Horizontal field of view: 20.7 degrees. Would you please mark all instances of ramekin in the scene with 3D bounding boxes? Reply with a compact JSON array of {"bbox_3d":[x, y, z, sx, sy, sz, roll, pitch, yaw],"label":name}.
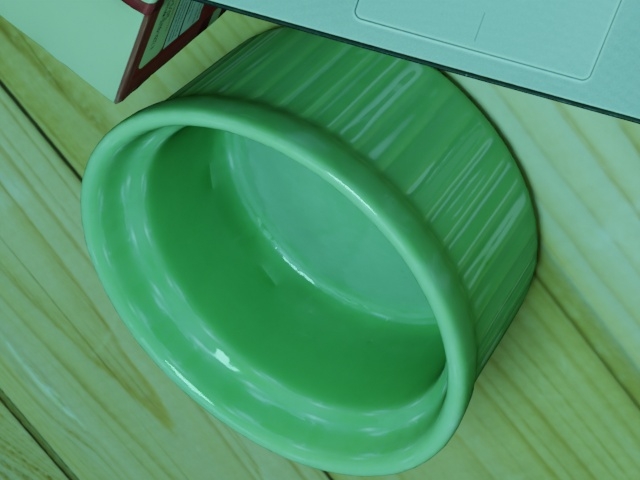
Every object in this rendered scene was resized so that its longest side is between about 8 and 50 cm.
[{"bbox_3d":[0.000,0.000,1.200,0.303,0.148,0.303,24,139,23],"label":"ramekin"}]

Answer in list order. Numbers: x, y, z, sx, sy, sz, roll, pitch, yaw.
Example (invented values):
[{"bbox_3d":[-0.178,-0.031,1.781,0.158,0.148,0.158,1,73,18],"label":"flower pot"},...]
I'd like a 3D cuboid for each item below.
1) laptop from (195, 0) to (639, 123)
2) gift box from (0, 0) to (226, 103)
[{"bbox_3d":[0.136,-0.188,0.640,0.382,0.236,0.408,15,120,-7],"label":"laptop"},{"bbox_3d":[-0.132,-0.266,0.971,0.258,0.276,0.255,38,137,8],"label":"gift box"}]
